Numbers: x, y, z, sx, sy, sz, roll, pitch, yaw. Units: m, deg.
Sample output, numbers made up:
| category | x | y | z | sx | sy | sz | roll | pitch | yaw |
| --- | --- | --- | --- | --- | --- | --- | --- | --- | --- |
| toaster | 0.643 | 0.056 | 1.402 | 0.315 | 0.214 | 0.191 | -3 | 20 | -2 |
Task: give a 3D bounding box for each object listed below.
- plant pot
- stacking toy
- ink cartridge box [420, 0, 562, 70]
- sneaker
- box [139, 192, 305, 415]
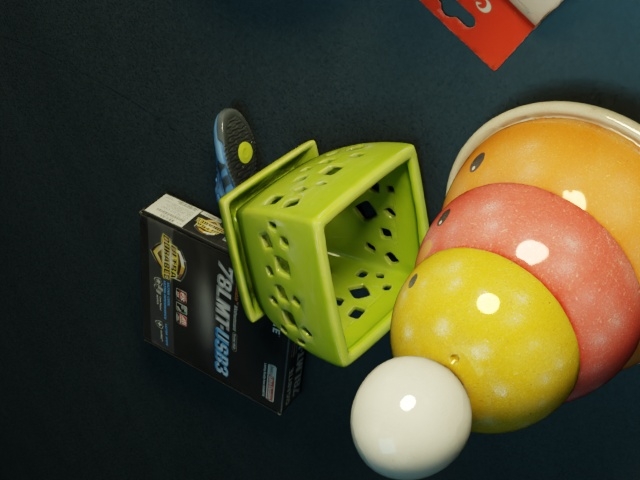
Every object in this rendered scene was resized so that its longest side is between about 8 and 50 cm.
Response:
| category | x | y | z | sx | sy | sz | roll | pitch | yaw |
| --- | --- | --- | --- | --- | --- | --- | --- | --- | --- |
| plant pot | 0.000 | 0.000 | 1.443 | 0.207 | 0.227 | 0.228 | 15 | 128 | 37 |
| stacking toy | 0.192 | 0.084 | 1.155 | 0.350 | 0.480 | 0.351 | 21 | 128 | 29 |
| ink cartridge box | 0.186 | -0.314 | 1.194 | 0.189 | 0.066 | 0.232 | 44 | 132 | 3 |
| sneaker | -0.132 | -0.094 | 1.583 | 0.082 | 0.069 | 0.209 | 9 | 125 | 38 |
| box | -0.157 | 0.104 | 1.741 | 0.293 | 0.073 | 0.296 | 26 | 133 | 22 |
